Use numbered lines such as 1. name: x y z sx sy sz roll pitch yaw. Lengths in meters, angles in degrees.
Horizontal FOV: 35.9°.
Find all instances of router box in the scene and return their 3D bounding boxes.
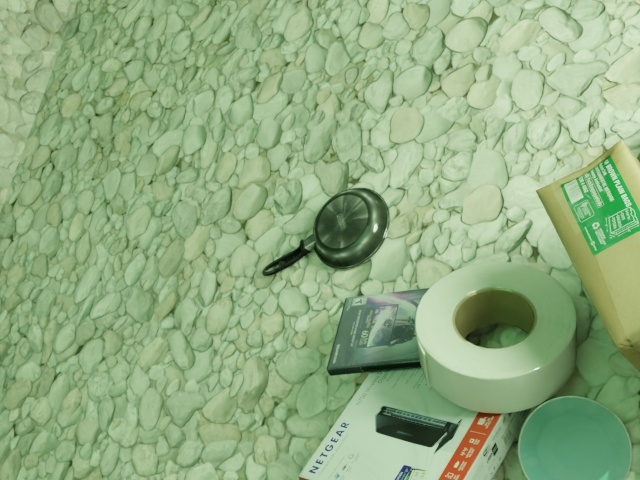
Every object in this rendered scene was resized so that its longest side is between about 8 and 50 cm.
1. router box: 0.174 0.358 1.770 0.301 0.082 0.335 6 44 38

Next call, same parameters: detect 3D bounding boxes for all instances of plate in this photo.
1. plate: 0.432 0.356 1.677 0.188 0.024 0.188 0 88 17

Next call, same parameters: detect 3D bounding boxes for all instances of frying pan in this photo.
1. frying pan: 0.006 -0.028 2.207 0.326 0.053 0.197 -5 65 32

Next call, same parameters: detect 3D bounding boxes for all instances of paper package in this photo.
1. paper package: 0.529 0.053 1.599 0.168 0.309 0.325 -31 52 19

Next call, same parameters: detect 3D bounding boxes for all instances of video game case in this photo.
1. video game case: 0.158 0.173 1.931 0.274 0.026 0.196 -9 39 24

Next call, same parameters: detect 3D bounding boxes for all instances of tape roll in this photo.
1. tape roll: 0.311 0.169 1.759 0.286 0.100 0.286 -7 42 7

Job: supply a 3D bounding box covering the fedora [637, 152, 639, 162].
1. fedora: 0.610 -0.145 1.740 0.079 0.194 0.194 28 86 19
